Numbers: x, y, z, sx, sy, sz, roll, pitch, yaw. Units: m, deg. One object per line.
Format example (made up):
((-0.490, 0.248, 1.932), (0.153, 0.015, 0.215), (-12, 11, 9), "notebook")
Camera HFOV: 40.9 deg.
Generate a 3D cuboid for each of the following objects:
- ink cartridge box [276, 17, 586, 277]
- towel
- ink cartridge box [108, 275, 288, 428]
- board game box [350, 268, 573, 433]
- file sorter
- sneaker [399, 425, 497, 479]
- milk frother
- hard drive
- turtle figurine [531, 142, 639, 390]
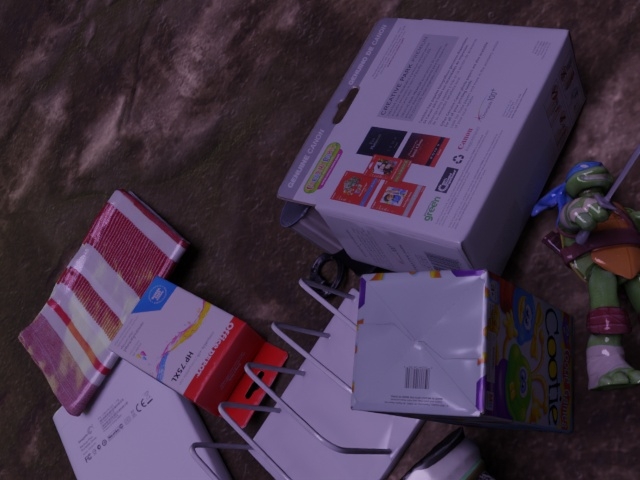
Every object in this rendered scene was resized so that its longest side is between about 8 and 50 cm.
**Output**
((0.139, -0.118, 1.072), (0.272, 0.130, 0.309), (17, 68, 36), "ink cartridge box")
((-0.363, 0.091, 1.413), (0.237, 0.037, 0.329), (35, 93, 44), "towel")
((-0.178, 0.161, 1.252), (0.231, 0.078, 0.134), (23, 73, 31), "ink cartridge box")
((0.167, 0.129, 0.941), (0.144, 0.275, 0.142), (-4, 74, 33), "board game box")
((-0.002, 0.211, 1.092), (0.193, 0.173, 0.277), (37, 97, 34), "file sorter")
((0.096, 0.416, 0.947), (0.182, 0.158, 0.410), (36, 102, 22), "sneaker")
((0.000, 0.000, 1.173), (0.143, 0.135, 0.129), (-56, 22, 2), "milk frother")
((-0.266, 0.341, 1.303), (0.233, 0.047, 0.353), (-44, 57, 14), "hard drive")
((0.351, 0.016, 0.906), (0.275, 0.198, 0.266), (-15, 72, 33), "turtle figurine")
